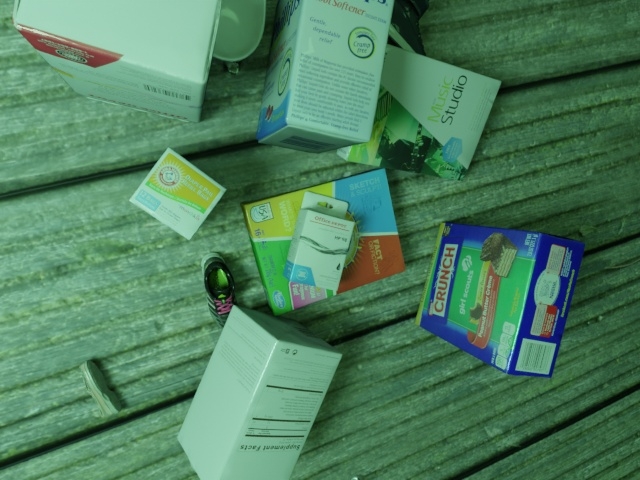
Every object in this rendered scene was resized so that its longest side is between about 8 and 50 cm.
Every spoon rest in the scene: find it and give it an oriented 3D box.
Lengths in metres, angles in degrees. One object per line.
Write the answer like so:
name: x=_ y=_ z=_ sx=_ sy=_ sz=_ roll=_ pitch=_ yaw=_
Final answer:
spoon rest: x=-0.146 y=-0.469 z=0.787 sx=0.137 sy=0.084 sz=0.277 roll=25 pitch=84 yaw=-19

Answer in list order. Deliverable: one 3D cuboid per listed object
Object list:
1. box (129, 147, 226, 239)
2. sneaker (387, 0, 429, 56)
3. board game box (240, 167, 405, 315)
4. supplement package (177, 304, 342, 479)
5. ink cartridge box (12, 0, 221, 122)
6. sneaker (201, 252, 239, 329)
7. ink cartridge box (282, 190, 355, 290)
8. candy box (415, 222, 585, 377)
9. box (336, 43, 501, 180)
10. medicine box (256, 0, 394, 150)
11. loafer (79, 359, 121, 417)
box: x=-0.248 y=-0.081 z=0.744 sx=0.114 sy=0.203 sz=0.103 roll=36 pitch=85 yaw=-19
sneaker: x=0.212 y=-0.459 z=0.912 sx=0.163 sy=0.086 sz=0.226 roll=-46 pitch=107 yaw=-5
board game box: x=0.012 y=-0.004 z=0.914 sx=0.316 sy=0.064 sz=0.242 roll=-17 pitch=102 yaw=-15
supplement package: x=-0.121 y=0.307 z=0.828 sx=0.175 sy=0.177 sz=0.293 roll=24 pitch=89 yaw=-40
ink cartridge box: x=-0.285 y=-0.293 z=0.652 sx=0.226 sy=0.306 sz=0.131 roll=10 pitch=93 yaw=-19
sneaker: x=-0.201 y=0.111 z=0.852 sx=0.063 sy=0.075 sz=0.171 roll=-14 pitch=101 yaw=-16
ink cartridge box: x=0.000 y=0.000 z=0.843 sx=0.104 sy=0.060 sz=0.180 roll=13 pitch=92 yaw=-19
candy box: x=0.362 y=0.105 z=0.910 sx=0.122 sy=0.317 sz=0.268 roll=12 pitch=92 yaw=-18
box: x=0.212 y=-0.263 z=0.900 sx=0.321 sy=0.058 sz=0.232 roll=5 pitch=114 yaw=-24
medicine box: x=-0.004 y=-0.320 z=0.764 sx=0.149 sy=0.263 sz=0.290 roll=7 pitch=94 yaw=-19
loafer: x=-0.435 y=0.291 z=0.815 sx=0.039 sy=0.045 sz=0.125 roll=-26 pitch=107 yaw=-7
